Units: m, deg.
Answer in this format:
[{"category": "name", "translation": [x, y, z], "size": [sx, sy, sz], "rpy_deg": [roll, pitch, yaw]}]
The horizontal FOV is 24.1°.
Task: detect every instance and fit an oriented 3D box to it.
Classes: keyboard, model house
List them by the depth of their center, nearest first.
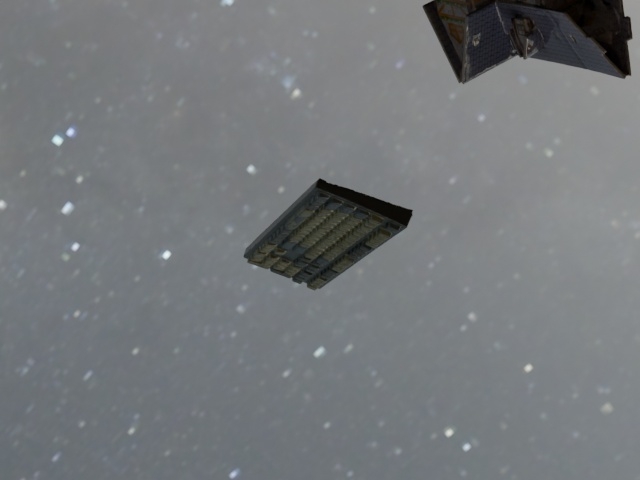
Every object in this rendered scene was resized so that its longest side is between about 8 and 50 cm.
[{"category": "keyboard", "translation": [0.000, -0.001, 0.859], "size": [0.055, 0.176, 0.014], "rpy_deg": [22, -107, -10]}, {"category": "model house", "translation": [0.125, -0.147, 0.871], "size": [0.117, 0.167, 0.088], "rpy_deg": [-30, -62, -26]}]
